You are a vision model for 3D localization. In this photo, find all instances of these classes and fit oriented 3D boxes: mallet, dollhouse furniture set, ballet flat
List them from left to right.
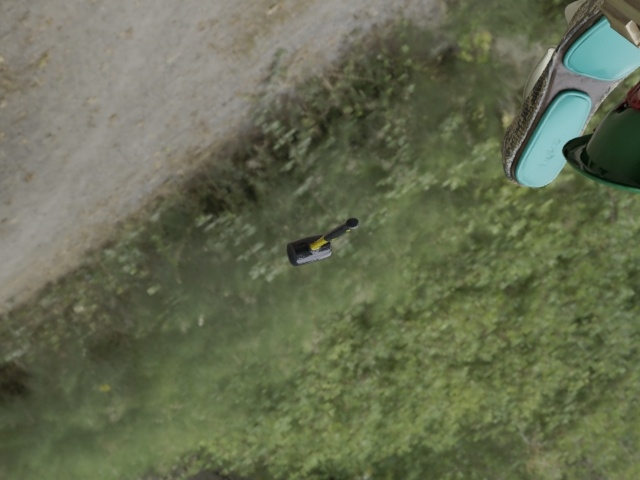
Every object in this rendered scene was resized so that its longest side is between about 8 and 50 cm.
[{"bbox_3d":[0.000,0.000,1.184,0.062,0.039,0.189,-16,174,-16],"label":"mallet"},{"bbox_3d":[0.457,-0.311,1.553,0.182,0.164,0.483,-99,-153,-42],"label":"ballet flat"},{"bbox_3d":[0.417,-0.300,1.032,0.123,0.144,0.151,-46,143,13],"label":"dollhouse furniture set"}]

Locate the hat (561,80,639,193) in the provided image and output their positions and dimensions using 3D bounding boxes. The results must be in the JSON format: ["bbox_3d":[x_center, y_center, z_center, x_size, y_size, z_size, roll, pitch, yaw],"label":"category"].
[{"bbox_3d":[0.327,-0.153,0.809,0.173,0.184,0.208,-8,-154,-10],"label":"hat"}]
